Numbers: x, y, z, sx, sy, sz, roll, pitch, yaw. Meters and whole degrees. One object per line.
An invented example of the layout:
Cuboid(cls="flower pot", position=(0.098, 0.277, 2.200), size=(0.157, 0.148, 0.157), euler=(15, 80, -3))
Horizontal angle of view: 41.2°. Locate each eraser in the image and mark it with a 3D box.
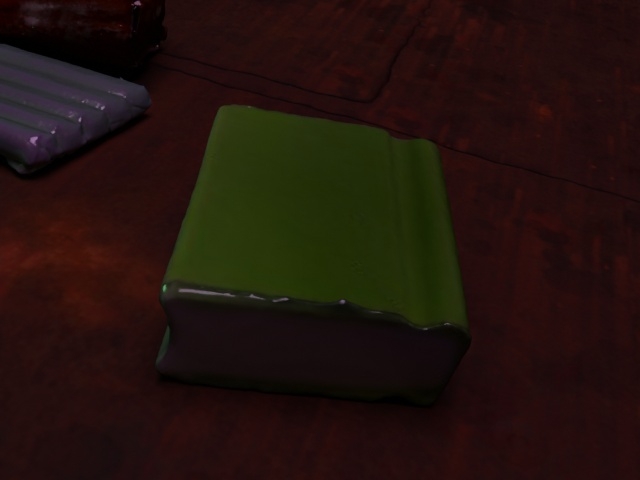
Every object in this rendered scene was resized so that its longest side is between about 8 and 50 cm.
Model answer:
Cuboid(cls="eraser", position=(0.000, 0.000, 0.656), size=(0.210, 0.092, 0.274), euler=(8, 33, -5))

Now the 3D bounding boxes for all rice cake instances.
Cuboid(cls="rice cake", position=(-0.296, -0.133, 0.811), size=(0.198, 0.037, 0.189), euler=(22, 35, 15))

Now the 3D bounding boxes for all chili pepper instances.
Cuboid(cls="chili pepper", position=(-0.292, -0.261, 0.943), size=(0.253, 0.136, 0.144), euler=(7, 61, 7))
